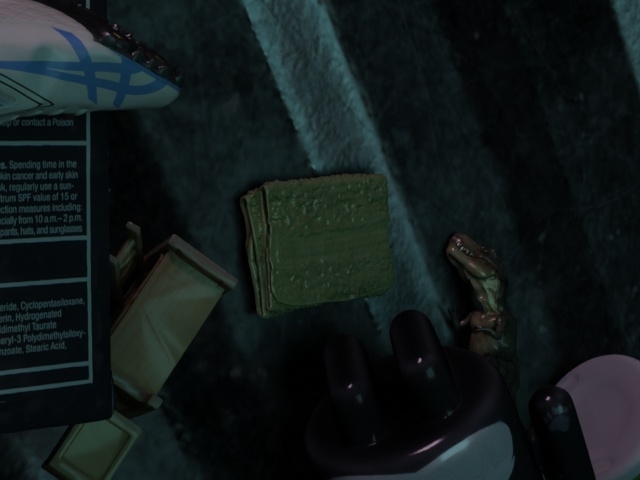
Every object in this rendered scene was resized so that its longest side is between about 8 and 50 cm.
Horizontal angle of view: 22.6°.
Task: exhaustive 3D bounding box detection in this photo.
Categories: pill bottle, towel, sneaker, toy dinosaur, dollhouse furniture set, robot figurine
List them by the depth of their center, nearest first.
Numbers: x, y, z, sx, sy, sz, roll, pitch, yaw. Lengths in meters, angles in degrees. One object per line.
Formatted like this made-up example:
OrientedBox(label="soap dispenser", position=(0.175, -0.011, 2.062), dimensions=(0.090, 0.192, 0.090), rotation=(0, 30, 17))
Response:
OrientedBox(label="sneaker", position=(-0.178, -0.094, 0.873), dimensions=(0.237, 0.085, 0.086), rotation=(3, 116, -45))
OrientedBox(label="dollhouse furniture set", position=(-0.182, 0.063, 1.124), dimensions=(0.161, 0.101, 0.182), rotation=(36, 69, -10))
OrientedBox(label="robot figurine", position=(0.090, 0.196, 1.286), dimensions=(0.173, 0.209, 0.278), rotation=(-46, 123, -41))
OrientedBox(label="towel", position=(0.000, 0.000, 1.294), dimensions=(0.148, 0.027, 0.110), rotation=(-10, 99, -39))
OrientedBox(label="toy dinosaur", position=(0.139, 0.133, 1.405), dimensions=(0.118, 0.064, 0.268), rotation=(-26, 113, -43))
OrientedBox(label="pill bottle", position=(0.326, 0.219, 1.519), dimensions=(0.246, 0.136, 0.136), rotation=(36, 70, -36))

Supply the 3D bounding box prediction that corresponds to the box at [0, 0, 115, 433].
OrientedBox(label="box", position=(-0.288, -0.034, 0.941), dimensions=(0.296, 0.183, 0.294), rotation=(-3, 96, -42))
